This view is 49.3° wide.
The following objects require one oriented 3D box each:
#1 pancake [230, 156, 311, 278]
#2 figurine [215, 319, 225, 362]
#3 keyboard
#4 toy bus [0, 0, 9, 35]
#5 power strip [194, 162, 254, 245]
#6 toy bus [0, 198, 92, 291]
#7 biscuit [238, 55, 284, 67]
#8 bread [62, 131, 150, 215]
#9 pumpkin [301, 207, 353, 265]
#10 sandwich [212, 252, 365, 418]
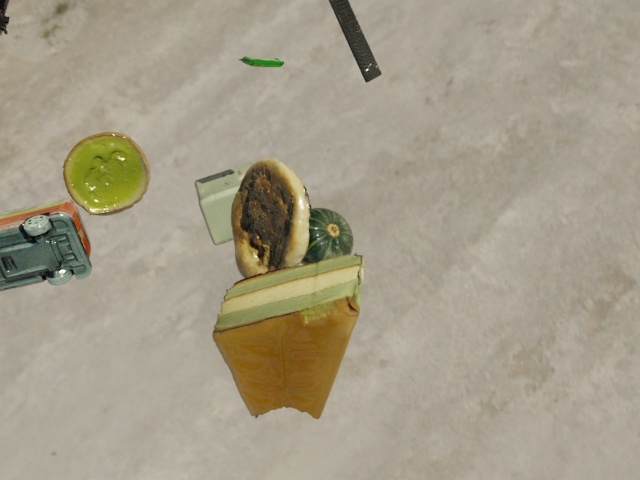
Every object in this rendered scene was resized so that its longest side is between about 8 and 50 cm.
[{"bbox_3d":[-0.108,-0.040,1.396,0.283,0.049,0.282,-1,88,55],"label":"pancake"},{"bbox_3d":[-0.195,0.218,1.693,0.125,0.125,0.138,-1,28,26],"label":"figurine"},{"bbox_3d":[0.077,-0.455,1.558,0.013,0.204,0.061,-13,18,45],"label":"keyboard"},{"bbox_3d":[-0.480,-0.381,1.009,0.235,0.074,0.096,-40,55,46],"label":"toy bus"},{"bbox_3d":[-0.189,-0.103,1.756,0.225,0.139,0.140,-19,29,-6],"label":"power strip"},{"bbox_3d":[-0.504,0.015,1.112,0.265,0.121,0.119,-13,31,-2],"label":"toy bus"},{"bbox_3d":[-0.120,-0.367,1.434,0.089,0.016,0.046,-5,26,-33],"label":"biscuit"},{"bbox_3d":[-0.573,-0.177,1.873,0.236,0.236,0.070,-37,17,-4],"label":"bread"},{"bbox_3d":[0.001,-0.002,1.728,0.125,0.167,0.167,-25,42,42],"label":"pumpkin"},{"bbox_3d":[-0.016,0.153,1.065,0.228,0.198,0.155,-15,24,12],"label":"sandwich"}]
